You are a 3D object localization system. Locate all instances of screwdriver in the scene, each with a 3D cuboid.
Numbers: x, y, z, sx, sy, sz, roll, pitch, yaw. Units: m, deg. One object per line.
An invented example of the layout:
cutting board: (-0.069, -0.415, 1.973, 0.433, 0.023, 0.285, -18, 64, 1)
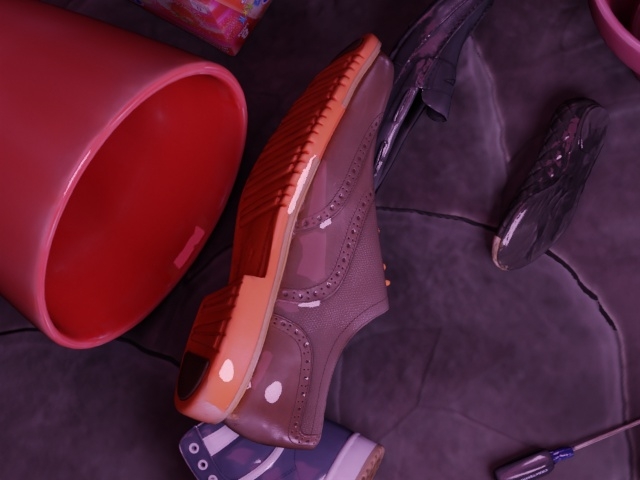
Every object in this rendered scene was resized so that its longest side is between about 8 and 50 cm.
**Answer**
screwdriver: (0.227, 0.175, 1.354, 0.169, 0.024, 0.025, -17, 103, -3)

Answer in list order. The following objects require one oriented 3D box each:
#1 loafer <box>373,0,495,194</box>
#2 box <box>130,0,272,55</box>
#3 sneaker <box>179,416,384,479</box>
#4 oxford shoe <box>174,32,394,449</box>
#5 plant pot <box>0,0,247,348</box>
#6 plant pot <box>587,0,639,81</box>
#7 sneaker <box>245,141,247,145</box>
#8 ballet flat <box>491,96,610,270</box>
loafer: (0.089, -0.136, 1.428, 0.078, 0.076, 0.223, 39, 89, 15)
box: (-0.163, -0.294, 1.477, 0.256, 0.128, 0.123, 30, 81, 14)
sneaker: (-0.080, 0.257, 1.331, 0.153, 0.099, 0.282, 30, 74, 10)
oxford shoe: (0.000, 0.000, 1.342, 0.132, 0.130, 0.364, 26, 75, -17)
plant pot: (-0.237, -0.080, 1.353, 0.243, 0.275, 0.275, 30, 81, 20)
plant pot: (0.325, -0.202, 1.353, 0.201, 0.180, 0.201, -2, 75, 7)
sneaker: (-0.122, -0.107, 1.466, 0.118, 0.042, 0.067, 40, 88, 8)
ballet flat: (0.201, -0.048, 1.408, 0.057, 0.049, 0.173, 36, 81, -30)
